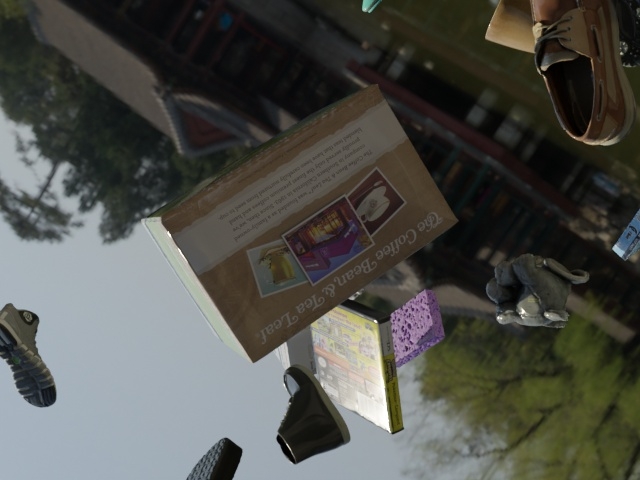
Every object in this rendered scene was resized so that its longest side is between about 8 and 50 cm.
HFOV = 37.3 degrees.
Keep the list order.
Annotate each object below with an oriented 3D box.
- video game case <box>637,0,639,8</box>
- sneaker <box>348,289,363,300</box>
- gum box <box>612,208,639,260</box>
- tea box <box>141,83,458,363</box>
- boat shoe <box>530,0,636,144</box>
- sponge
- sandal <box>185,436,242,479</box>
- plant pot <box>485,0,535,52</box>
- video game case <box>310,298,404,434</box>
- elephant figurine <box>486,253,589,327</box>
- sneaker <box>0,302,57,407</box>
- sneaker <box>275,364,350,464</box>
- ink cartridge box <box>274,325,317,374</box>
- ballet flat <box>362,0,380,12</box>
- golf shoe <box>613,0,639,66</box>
[{"bbox_3d":[0.478,-0.489,1.488,0.196,0.026,0.274,-21,-90,-63],"label":"video game case"},{"bbox_3d":[0.049,0.095,2.112,0.129,0.111,0.297,18,139,18],"label":"sneaker"},{"bbox_3d":[0.711,-0.056,1.987,0.041,0.184,0.157,48,154,21],"label":"gum box"},{"bbox_3d":[-0.044,-0.025,1.314,0.220,0.329,0.323,58,167,-9],"label":"tea box"},{"bbox_3d":[0.391,-0.302,1.467,0.116,0.123,0.324,-15,-97,-41],"label":"boat shoe"},{"bbox_3d":[0.182,0.204,2.060,0.031,0.210,0.117,17,-131,-33],"label":"sponge"},{"bbox_3d":[-0.189,0.485,1.532,0.107,0.167,0.446,41,-154,-8],"label":"sandal"},{"bbox_3d":[0.598,-0.578,2.477,0.254,0.237,0.237,29,-173,9],"label":"plant pot"},{"bbox_3d":[0.066,0.240,1.953,0.035,0.248,0.275,-18,-161,-29],"label":"video game case"},{"bbox_3d":[0.479,0.097,1.996,0.239,0.169,0.186,-3,-111,-44],"label":"elephant figurine"},{"bbox_3d":[-0.590,0.223,1.942,0.132,0.086,0.229,-81,-27,-58],"label":"sneaker"},{"bbox_3d":[-0.046,0.315,1.752,0.222,0.118,0.083,44,149,52],"label":"sneaker"},{"bbox_3d":[-0.080,0.254,2.540,0.087,0.153,0.208,-16,-152,-16],"label":"ink cartridge box"},{"bbox_3d":[0.148,-0.564,1.864,0.087,0.247,0.083,40,-156,-15],"label":"ballet flat"},{"bbox_3d":[0.544,-0.419,1.702,0.120,0.105,0.273,26,-133,-50],"label":"golf shoe"}]
